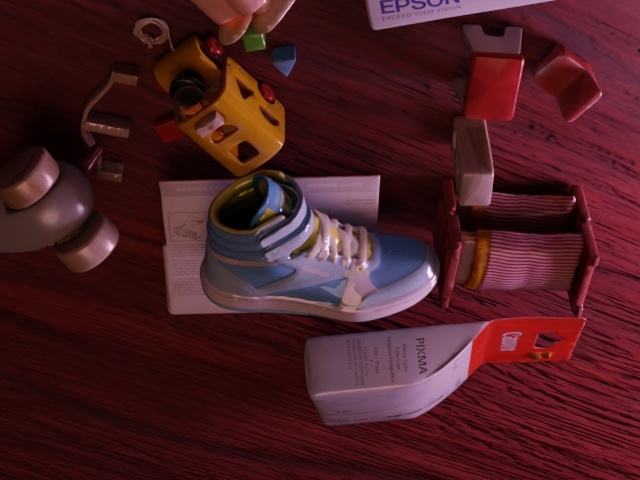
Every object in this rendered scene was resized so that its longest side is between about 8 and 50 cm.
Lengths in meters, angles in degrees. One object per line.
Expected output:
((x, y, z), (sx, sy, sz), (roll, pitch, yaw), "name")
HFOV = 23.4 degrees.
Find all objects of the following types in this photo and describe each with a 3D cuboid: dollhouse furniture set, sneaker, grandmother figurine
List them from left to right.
((-0.190, -0.361, 1.750), (0.208, 0.104, 0.342), (-17, 135, 38), "grandmother figurine")
((0.000, 0.000, 1.988), (0.319, 0.127, 0.208), (-2, 141, -2), "sneaker")
((0.266, -0.084, 2.001), (0.201, 0.152, 0.374), (1, 134, -4), "dollhouse furniture set")

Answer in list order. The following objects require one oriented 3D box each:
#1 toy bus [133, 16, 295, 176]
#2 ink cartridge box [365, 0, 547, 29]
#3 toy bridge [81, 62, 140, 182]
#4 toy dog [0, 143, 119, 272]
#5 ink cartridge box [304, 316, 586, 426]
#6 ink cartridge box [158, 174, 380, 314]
((-0.135, -0.171, 1.934), (0.202, 0.104, 0.191), (2, 134, -5), "toy bus")
((0.190, -0.399, 1.737), (0.324, 0.071, 0.330), (-9, 140, 6), "ink cartridge box")
((-0.278, -0.151, 2.002), (0.063, 0.026, 0.188), (10, 133, -8), "toy bridge")
((-0.399, -0.053, 2.020), (0.334, 0.161, 0.220), (6, 136, 25), "toy dog")
((0.179, 0.192, 2.213), (0.385, 0.091, 0.308), (-4, 165, 3), "ink cartridge box")
((-0.068, -0.009, 2.120), (0.296, 0.066, 0.261), (-1, 134, -2), "ink cartridge box")
